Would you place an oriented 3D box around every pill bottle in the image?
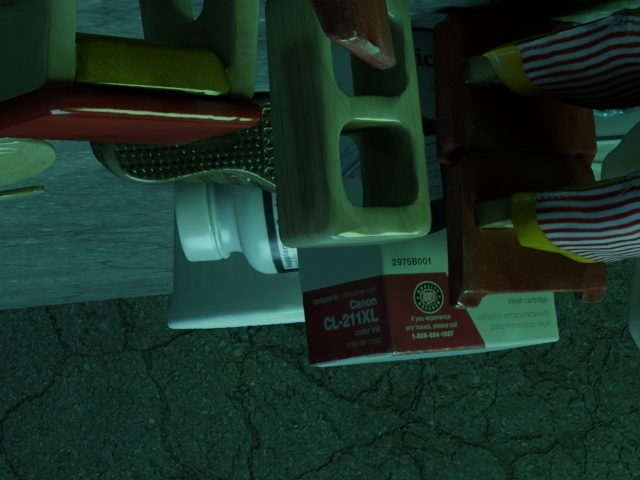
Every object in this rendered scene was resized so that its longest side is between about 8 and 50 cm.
[{"bbox_3d":[-0.002,-0.032,1.058,0.193,0.108,0.108,-5,175,6],"label":"pill bottle"}]

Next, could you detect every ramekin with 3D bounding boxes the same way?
[{"bbox_3d":[0.000,0.000,1.301,0.277,0.135,0.277,-5,176,0],"label":"ramekin"}]

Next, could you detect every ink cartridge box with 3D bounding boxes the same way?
[{"bbox_3d":[0.053,-0.024,0.815,0.127,0.175,0.072,-2,172,-38],"label":"ink cartridge box"}]

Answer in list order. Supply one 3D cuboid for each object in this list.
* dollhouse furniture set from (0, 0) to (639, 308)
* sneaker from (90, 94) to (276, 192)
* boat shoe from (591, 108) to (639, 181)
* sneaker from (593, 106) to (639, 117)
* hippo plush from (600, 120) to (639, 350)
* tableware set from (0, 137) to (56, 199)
[{"bbox_3d":[0.065,-0.049,0.633,0.374,0.152,0.201,-1,174,-39],"label":"dollhouse furniture set"},{"bbox_3d":[-0.057,-0.067,0.969,0.188,0.066,0.071,3,-171,-25],"label":"sneaker"},{"bbox_3d":[0.161,-0.049,1.144,0.267,0.088,0.096,-5,176,-1],"label":"boat shoe"},{"bbox_3d":[0.168,-0.094,0.939,0.098,0.038,0.069,4,-179,26],"label":"sneaker"},{"bbox_3d":[0.320,-0.050,0.942,0.294,0.234,0.236,10,-153,4],"label":"hippo plush"},{"bbox_3d":[-0.272,-0.054,0.968,0.194,0.039,0.128,-9,165,-16],"label":"tableware set"}]
